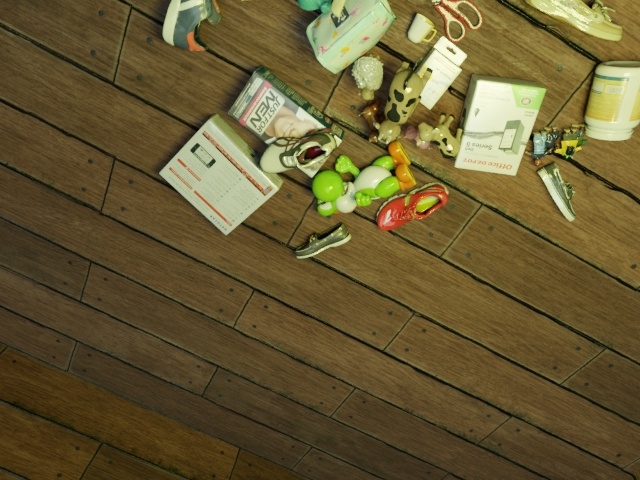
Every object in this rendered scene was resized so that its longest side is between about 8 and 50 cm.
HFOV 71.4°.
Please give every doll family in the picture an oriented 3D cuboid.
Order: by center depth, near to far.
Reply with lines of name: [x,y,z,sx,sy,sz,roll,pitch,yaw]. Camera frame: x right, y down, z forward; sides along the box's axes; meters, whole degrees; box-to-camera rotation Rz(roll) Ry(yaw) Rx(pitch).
doll family: [0.747,-0.299,1.410,0.193,0.076,0.111,-1,124,15]

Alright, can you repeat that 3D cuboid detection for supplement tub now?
supplement tub: [0.853,-0.404,1.286,0.144,0.144,0.200,2,120,8]

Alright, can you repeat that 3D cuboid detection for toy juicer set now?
toy juicer set: [0.014,-0.712,1.197,0.209,0.329,0.089,-51,147,4]

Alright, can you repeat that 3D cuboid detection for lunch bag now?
lunch bag: [0.087,-0.591,1.233,0.223,0.262,0.160,-32,110,25]

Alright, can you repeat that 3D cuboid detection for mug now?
mug: [0.295,-0.612,1.306,0.078,0.062,0.064,34,127,-3]

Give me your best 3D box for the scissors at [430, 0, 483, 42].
scissors: [0.337,-0.697,1.275,0.297,0.021,0.109,40,120,-13]

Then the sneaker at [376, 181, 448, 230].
sneaker: [0.314,-0.111,1.557,0.279,0.118,0.107,-30,110,23]

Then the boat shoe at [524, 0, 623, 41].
boat shoe: [0.699,-0.627,1.205,0.285,0.104,0.089,23,123,-4]

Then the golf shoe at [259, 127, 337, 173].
golf shoe: [-0.082,-0.274,1.406,0.273,0.120,0.105,-18,118,20]

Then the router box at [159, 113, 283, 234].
router box: [-0.359,-0.230,1.617,0.301,0.082,0.335,-36,109,25]

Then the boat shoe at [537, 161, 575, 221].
boat shoe: [0.802,-0.158,1.476,0.070,0.078,0.219,-31,109,25]

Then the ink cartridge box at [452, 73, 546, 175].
ink cartridge box: [0.539,-0.355,1.382,0.198,0.115,0.273,9,121,4]

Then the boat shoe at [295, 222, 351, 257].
boat shoe: [0.000,0.000,1.698,0.228,0.081,0.069,-22,111,12]

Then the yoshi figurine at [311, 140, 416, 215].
yoshi figurine: [0.120,-0.201,1.508,0.362,0.203,0.203,-25,97,24]

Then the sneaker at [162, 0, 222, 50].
sneaker: [-0.350,-0.731,1.310,0.148,0.131,0.350,20,127,-11]

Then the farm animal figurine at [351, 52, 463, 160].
farm animal figurine: [0.250,-0.362,1.306,0.330,0.172,0.327,17,150,22]

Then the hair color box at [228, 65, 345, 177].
hair color box: [-0.108,-0.388,1.473,0.347,0.105,0.174,35,119,-12]

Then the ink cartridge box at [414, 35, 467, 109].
ink cartridge box: [0.351,-0.508,1.354,0.104,0.061,0.181,32,119,-10]
